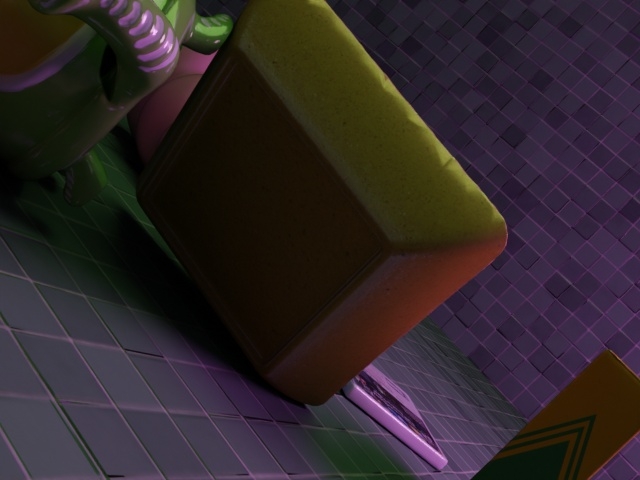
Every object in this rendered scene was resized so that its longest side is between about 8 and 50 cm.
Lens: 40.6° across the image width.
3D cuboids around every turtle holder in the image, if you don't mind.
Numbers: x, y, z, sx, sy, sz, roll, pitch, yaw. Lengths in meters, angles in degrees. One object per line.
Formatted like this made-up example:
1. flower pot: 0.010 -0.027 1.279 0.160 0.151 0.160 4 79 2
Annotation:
1. turtle holder: -0.235 -0.172 0.723 0.227 0.243 0.320 43 13 -26

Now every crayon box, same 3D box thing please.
1. crayon box: 0.263 0.223 0.933 0.081 0.318 0.202 47 7 21

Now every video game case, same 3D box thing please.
1. video game case: 0.081 0.214 1.191 0.190 0.022 0.173 42 6 -24

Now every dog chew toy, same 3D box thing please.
1. dog chew toy: -0.173 -0.153 1.231 0.206 0.206 0.332 41 16 -29

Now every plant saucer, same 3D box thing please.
1. plant saucer: -0.042 -0.029 0.824 0.081 0.333 0.333 -24 73 -47
